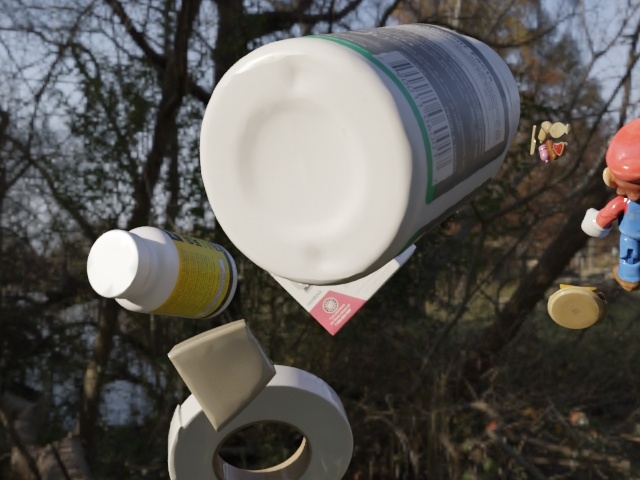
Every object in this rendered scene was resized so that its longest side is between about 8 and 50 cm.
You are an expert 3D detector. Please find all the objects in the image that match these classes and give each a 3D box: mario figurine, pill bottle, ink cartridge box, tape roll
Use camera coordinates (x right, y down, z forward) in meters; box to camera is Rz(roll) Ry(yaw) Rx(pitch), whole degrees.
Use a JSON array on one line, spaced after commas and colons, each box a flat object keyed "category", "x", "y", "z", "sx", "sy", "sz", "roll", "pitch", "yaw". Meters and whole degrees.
[{"category": "mario figurine", "x": 0.607, "y": -0.078, "z": 1.431, "sx": 0.198, "sy": 0.321, "sz": 0.170, "roll": -18, "pitch": 24, "yaw": -11}, {"category": "pill bottle", "x": -0.349, "y": 0.072, "z": 1.721, "sx": 0.187, "sy": 0.188, "sz": 0.334, "roll": -1, "pitch": -9, "yaw": 28}, {"category": "pill bottle", "x": 0.066, "y": -0.104, "z": 0.751, "sx": 0.204, "sy": 0.204, "sz": 0.361, "roll": -1, "pitch": 15, "yaw": 30}, {"category": "ink cartridge box", "x": 0.000, "y": 0.000, "z": 1.432, "sx": 0.207, "sy": 0.283, "sz": 0.117, "roll": -49, "pitch": -5, "yaw": 26}, {"category": "tape roll", "x": -0.126, "y": 0.434, "z": 1.621, "sx": 0.391, "sy": 0.392, "sz": 0.072, "roll": 0, "pitch": 29, "yaw": -12}]

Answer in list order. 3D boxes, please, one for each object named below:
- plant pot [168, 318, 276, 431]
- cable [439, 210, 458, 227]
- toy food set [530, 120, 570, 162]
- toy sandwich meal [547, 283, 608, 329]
[{"category": "plant pot", "x": -0.114, "y": 0.154, "z": 0.950, "sx": 0.096, "sy": 0.109, "sz": 0.109, "roll": -33, "pitch": 1, "yaw": -6}, {"category": "cable", "x": 0.134, "y": -0.098, "z": 1.140, "sx": 0.047, "sy": 0.184, "sz": 0.150, "roll": -37, "pitch": -12, "yaw": 9}, {"category": "toy food set", "x": 0.431, "y": -0.181, "z": 1.429, "sx": 0.019, "sy": 0.078, "sz": 0.122, "roll": 1, "pitch": 12, "yaw": -14}, {"category": "toy sandwich meal", "x": 0.373, "y": 0.094, "z": 1.118, "sx": 0.085, "sy": 0.086, "sz": 0.029, "roll": -1, "pitch": 33, "yaw": 21}]
